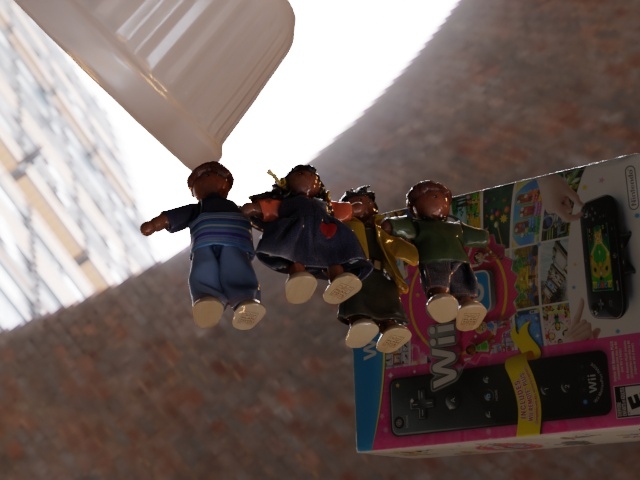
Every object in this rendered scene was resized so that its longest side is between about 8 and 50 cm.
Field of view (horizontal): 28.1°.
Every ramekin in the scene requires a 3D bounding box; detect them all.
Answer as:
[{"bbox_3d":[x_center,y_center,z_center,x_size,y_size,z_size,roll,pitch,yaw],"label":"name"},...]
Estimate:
[{"bbox_3d":[-0.133,-0.179,0.859,0.127,0.273,0.273,-45,-154,-1],"label":"ramekin"}]

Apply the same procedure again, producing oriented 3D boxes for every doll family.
[{"bbox_3d":[0.000,0.000,0.710,0.076,0.193,0.111,-53,-146,41],"label":"doll family"}]

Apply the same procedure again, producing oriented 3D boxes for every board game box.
[{"bbox_3d":[0.173,0.070,1.127,0.303,0.097,0.224,-13,-108,38],"label":"board game box"}]
